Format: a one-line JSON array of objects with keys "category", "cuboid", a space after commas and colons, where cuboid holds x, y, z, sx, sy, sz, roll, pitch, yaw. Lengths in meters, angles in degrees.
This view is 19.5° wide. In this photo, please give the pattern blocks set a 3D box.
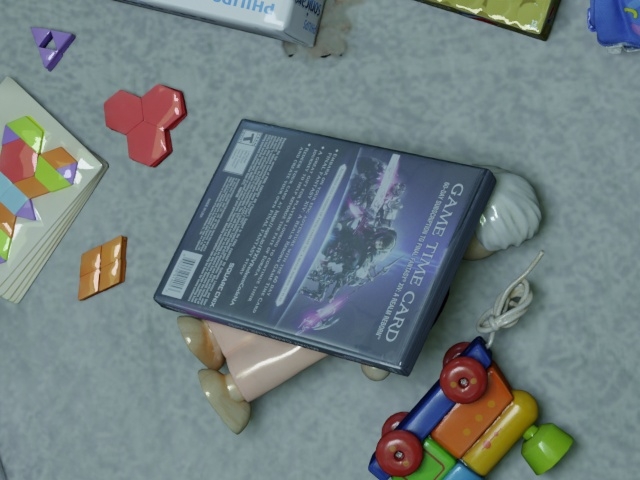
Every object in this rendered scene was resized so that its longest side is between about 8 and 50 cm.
[{"category": "pattern blocks set", "cuboid": [-0.303, -0.050, 1.808, 0.285, 0.026, 0.325, 27, 95, 12]}]

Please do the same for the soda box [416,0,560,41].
[{"category": "soda box", "cuboid": [0.128, -0.238, 1.695, 0.181, 0.058, 0.061, 19, 93, 12]}]

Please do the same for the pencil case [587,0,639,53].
[{"category": "pencil case", "cuboid": [0.374, -0.193, 1.606, 0.306, 0.119, 0.133, 18, 112, 12]}]

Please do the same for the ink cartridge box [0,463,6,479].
[{"category": "ink cartridge box", "cuboid": [-0.518, 0.259, 1.722, 0.385, 0.279, 0.160, -23, 84, 12]}]

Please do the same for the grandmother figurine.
[{"category": "grandmother figurine", "cuboid": [0.040, 0.031, 1.693, 0.342, 0.104, 0.208, -28, 69, 9]}]

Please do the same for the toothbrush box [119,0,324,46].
[{"category": "toothbrush box", "cuboid": [-0.083, -0.347, 1.710, 0.216, 0.126, 0.295, 14, 91, 13]}]

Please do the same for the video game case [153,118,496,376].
[{"category": "video game case", "cuboid": [0.000, 0.000, 1.656, 0.274, 0.026, 0.196, 14, 70, 33]}]

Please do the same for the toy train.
[{"category": "toy train", "cuboid": [0.169, 0.148, 1.663, 0.143, 0.105, 0.248, 41, 98, 0]}]
